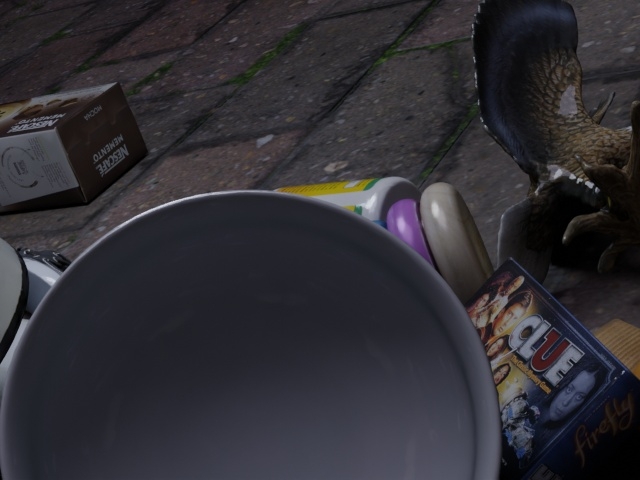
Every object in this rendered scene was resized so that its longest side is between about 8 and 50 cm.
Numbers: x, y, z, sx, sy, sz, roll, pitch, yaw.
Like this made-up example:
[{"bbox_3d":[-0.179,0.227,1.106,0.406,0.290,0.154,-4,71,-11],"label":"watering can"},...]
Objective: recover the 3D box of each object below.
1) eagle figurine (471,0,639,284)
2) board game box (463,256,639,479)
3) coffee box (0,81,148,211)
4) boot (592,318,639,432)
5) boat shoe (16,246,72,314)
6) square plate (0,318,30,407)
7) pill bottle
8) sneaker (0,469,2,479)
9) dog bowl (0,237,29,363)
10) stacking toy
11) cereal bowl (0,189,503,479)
[{"bbox_3d":[0.240,-0.089,1.482,0.225,0.226,0.298,9,27,-28],"label":"eagle figurine"},{"bbox_3d":[0.143,0.121,1.194,0.165,0.042,0.243,-47,22,4],"label":"board game box"},{"bbox_3d":[-0.426,-0.127,2.261,0.297,0.119,0.168,-5,25,33],"label":"coffee box"},{"bbox_3d":[0.356,0.068,1.171,0.295,0.104,0.211,-34,30,-18],"label":"boot"},{"bbox_3d":[-0.328,0.044,1.843,0.076,0.080,0.228,-34,18,-27],"label":"boat shoe"},{"bbox_3d":[-0.348,0.176,1.576,0.347,0.049,0.344,5,34,47],"label":"square plate"},{"bbox_3d":[0.000,0.000,1.594,0.208,0.117,0.117,-5,26,34],"label":"pill bottle"},{"bbox_3d":[-0.359,0.263,1.320,0.232,0.081,0.090,-18,36,-18],"label":"sneaker"},{"bbox_3d":[-0.474,0.086,1.399,0.408,0.150,0.408,-23,32,16],"label":"dog bowl"},{"bbox_3d":[-0.005,0.067,1.447,0.330,0.141,0.141,-22,21,12],"label":"stacking toy"},{"bbox_3d":[-0.045,0.139,1.097,0.339,0.339,0.141,-21,-12,-3],"label":"cereal bowl"}]
